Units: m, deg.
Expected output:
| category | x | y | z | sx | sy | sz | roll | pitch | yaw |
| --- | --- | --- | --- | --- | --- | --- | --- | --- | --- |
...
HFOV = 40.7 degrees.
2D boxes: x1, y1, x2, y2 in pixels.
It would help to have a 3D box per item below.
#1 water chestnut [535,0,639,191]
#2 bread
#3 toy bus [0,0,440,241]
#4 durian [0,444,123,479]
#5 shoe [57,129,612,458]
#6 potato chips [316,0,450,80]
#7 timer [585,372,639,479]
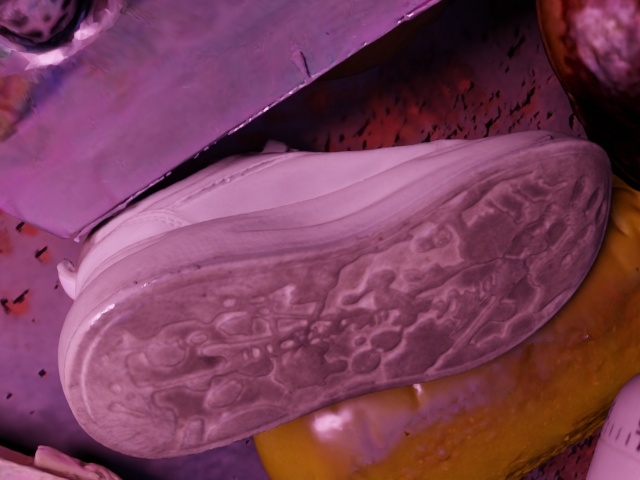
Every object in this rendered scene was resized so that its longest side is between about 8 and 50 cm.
| category | x | y | z | sx | sy | sz | roll | pitch | yaw |
| --- | --- | --- | --- | --- | --- | --- | --- | --- | --- |
| water chestnut | 0.293 | -0.156 | 0.409 | 0.335 | 0.347 | 0.335 | 0 | 91 | -33 |
| bread | 0.141 | 0.070 | 0.565 | 0.384 | 0.112 | 0.166 | -25 | 113 | -11 |
| toy bus | -0.039 | -0.129 | 0.390 | 0.317 | 0.112 | 0.138 | -30 | 121 | 15 |
| durian | -0.177 | 0.160 | 0.506 | 0.140 | 0.078 | 0.224 | -42 | 105 | 11 |
| shoe | 0.000 | 0.000 | 0.474 | 0.316 | 0.159 | 0.124 | -16 | 119 | -27 |
| potato chips | -0.005 | -0.182 | 0.462 | 0.195 | 0.062 | 0.208 | -40 | 117 | -2 |
| timer | 0.258 | 0.170 | 0.460 | 0.233 | 0.233 | 0.240 | 20 | 88 | -24 |
